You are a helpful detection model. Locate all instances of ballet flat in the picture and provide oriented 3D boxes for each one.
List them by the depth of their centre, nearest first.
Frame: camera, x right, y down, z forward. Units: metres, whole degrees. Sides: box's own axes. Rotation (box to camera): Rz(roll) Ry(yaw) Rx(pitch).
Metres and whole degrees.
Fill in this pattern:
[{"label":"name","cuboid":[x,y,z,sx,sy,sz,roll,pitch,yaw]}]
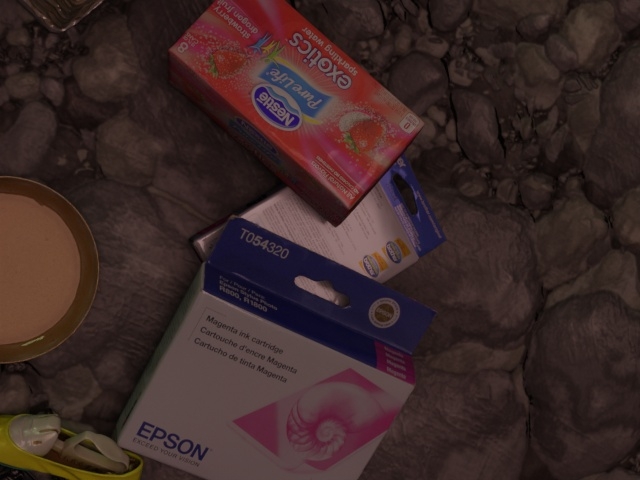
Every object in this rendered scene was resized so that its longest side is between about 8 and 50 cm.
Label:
[{"label":"ballet flat","cuboid":[-0.329,0.261,1.495,0.231,0.077,0.077,27,126,-20]}]

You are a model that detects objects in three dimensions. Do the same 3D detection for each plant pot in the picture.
[{"label":"plant pot","cuboid":[-0.401,0.036,1.490,0.236,0.032,0.236,-1,94,-18]}]

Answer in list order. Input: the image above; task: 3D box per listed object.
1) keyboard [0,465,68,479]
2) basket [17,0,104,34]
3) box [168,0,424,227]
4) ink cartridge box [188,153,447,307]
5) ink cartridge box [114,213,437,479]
[{"label":"keyboard","cuboid":[-0.355,0.353,1.526,0.108,0.023,0.180,-43,105,-4]},{"label":"basket","cuboid":[-0.294,-0.469,1.378,0.331,0.266,0.328,-43,104,-9]},{"label":"box","cuboid":[-0.037,-0.176,1.496,0.300,0.142,0.154,42,79,1]},{"label":"ink cartridge box","cuboid":[0.000,0.000,1.596,0.311,0.065,0.186,-31,102,-10]},{"label":"ink cartridge box","cuboid":[-0.051,0.179,1.534,0.324,0.071,0.330,25,104,-19]}]
